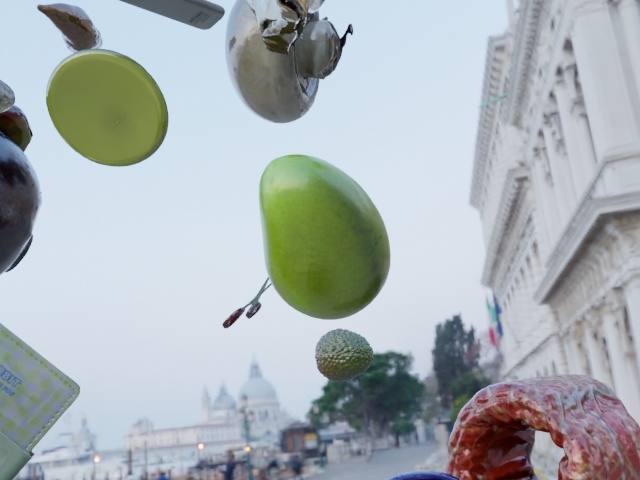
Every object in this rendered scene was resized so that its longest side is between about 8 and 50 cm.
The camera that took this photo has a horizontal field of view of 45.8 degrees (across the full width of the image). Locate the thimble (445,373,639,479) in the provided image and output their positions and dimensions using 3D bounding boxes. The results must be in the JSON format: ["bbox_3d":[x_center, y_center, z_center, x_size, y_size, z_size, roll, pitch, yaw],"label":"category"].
[{"bbox_3d":[0.410,0.416,1.402,0.231,0.349,0.350,4,-18,-36],"label":"thimble"}]

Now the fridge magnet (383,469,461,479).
[{"bbox_3d":[0.163,0.510,1.260,0.266,0.265,0.112,-4,12,-8],"label":"fridge magnet"}]

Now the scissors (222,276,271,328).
[{"bbox_3d":[-0.173,0.154,2.108,0.144,0.017,0.247,-19,-25,-53],"label":"scissors"}]

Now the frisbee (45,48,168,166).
[{"bbox_3d":[-0.398,-0.241,1.409,0.236,0.017,0.235,4,-58,6],"label":"frisbee"}]

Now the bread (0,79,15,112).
[{"bbox_3d":[-0.498,-0.219,0.976,0.053,0.073,0.214,-42,-40,19],"label":"bread"}]

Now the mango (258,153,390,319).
[{"bbox_3d":[0.009,0.002,1.115,0.186,0.149,0.272,1,-53,10],"label":"mango"}]

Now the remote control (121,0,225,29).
[{"bbox_3d":[-0.282,-0.421,1.307,0.067,0.029,0.261,-25,-22,39],"label":"remote control"}]

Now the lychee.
[{"bbox_3d":[0.046,0.239,1.578,0.147,0.114,0.114,-8,-12,44],"label":"lychee"}]

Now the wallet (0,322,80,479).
[{"bbox_3d":[-0.534,0.276,1.107,0.223,0.309,0.077,44,-28,-12],"label":"wallet"}]

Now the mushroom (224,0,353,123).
[{"bbox_3d":[-0.069,-0.463,1.836,0.295,0.362,0.362,5,-13,11],"label":"mushroom"}]

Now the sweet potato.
[{"bbox_3d":[-0.603,-0.515,1.914,0.106,0.095,0.354,8,-5,-1],"label":"sweet potato"}]

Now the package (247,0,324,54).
[{"bbox_3d":[-0.080,-0.470,1.454,0.222,0.164,0.311,17,3,-7],"label":"package"}]

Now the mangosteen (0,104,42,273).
[{"bbox_3d":[-0.734,-0.090,1.500,0.381,0.421,0.380,2,-53,3],"label":"mangosteen"}]
